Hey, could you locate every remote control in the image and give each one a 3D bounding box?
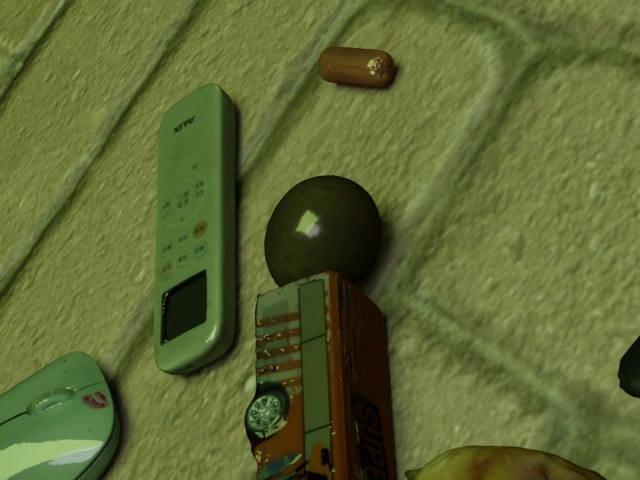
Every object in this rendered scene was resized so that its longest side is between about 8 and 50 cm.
[{"bbox_3d":[-0.115,-0.014,1.436,0.090,0.038,0.309,-27,47,30],"label":"remote control"}]

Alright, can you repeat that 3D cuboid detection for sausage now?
[{"bbox_3d":[0.032,-0.156,1.390,0.083,0.034,0.034,11,72,48],"label":"sausage"}]

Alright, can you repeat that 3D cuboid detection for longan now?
[{"bbox_3d":[0.000,0.000,1.266,0.113,0.092,0.113,-52,23,34],"label":"longan"}]

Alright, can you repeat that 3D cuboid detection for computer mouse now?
[{"bbox_3d":[-0.308,0.219,1.422,0.288,0.097,0.159,-46,37,12],"label":"computer mouse"}]

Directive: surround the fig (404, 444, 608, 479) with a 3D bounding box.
[{"bbox_3d":[0.106,0.191,1.008,0.159,0.159,0.257,-56,19,-1],"label":"fig"}]

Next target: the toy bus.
[{"bbox_3d":[0.001,0.210,1.116,0.092,0.093,0.409,-23,49,24],"label":"toy bus"}]

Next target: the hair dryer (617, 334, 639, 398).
[{"bbox_3d":[0.283,-0.077,1.061,0.304,0.120,0.359,-54,26,24],"label":"hair dryer"}]
